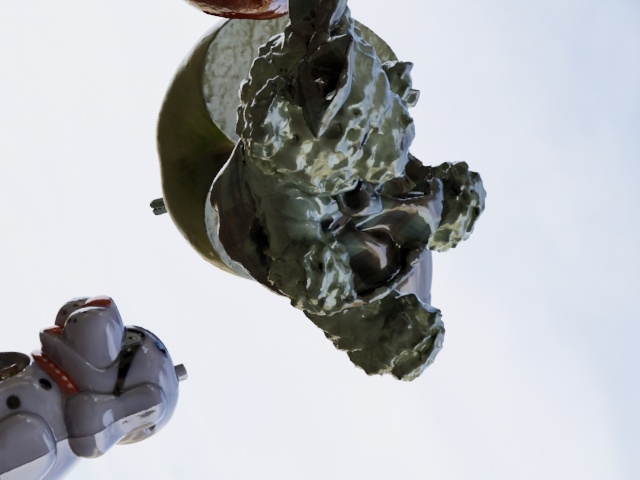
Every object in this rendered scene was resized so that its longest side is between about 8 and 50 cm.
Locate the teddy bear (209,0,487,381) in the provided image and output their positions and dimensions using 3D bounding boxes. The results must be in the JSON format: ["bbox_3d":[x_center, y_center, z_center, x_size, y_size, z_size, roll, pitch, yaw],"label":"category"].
[{"bbox_3d":[0.000,-0.036,0.704,0.111,0.133,0.213,5,-32,25],"label":"teddy bear"}]

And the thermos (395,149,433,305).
[{"bbox_3d":[0.042,0.007,1.258,0.137,0.105,0.193,-149,-140,-81],"label":"thermos"}]

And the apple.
[{"bbox_3d":[-0.042,-0.130,2.078,0.311,0.360,0.320,58,-48,25],"label":"apple"}]

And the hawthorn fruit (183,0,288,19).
[{"bbox_3d":[-0.102,-0.333,1.701,0.202,0.185,0.185,4,-62,30],"label":"hawthorn fruit"}]

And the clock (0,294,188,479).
[{"bbox_3d":[-0.251,0.158,1.491,0.189,0.254,0.189,55,-22,34],"label":"clock"}]

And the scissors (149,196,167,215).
[{"bbox_3d":[-0.176,-0.079,2.436,0.256,0.125,0.030,-13,-53,37],"label":"scissors"}]
